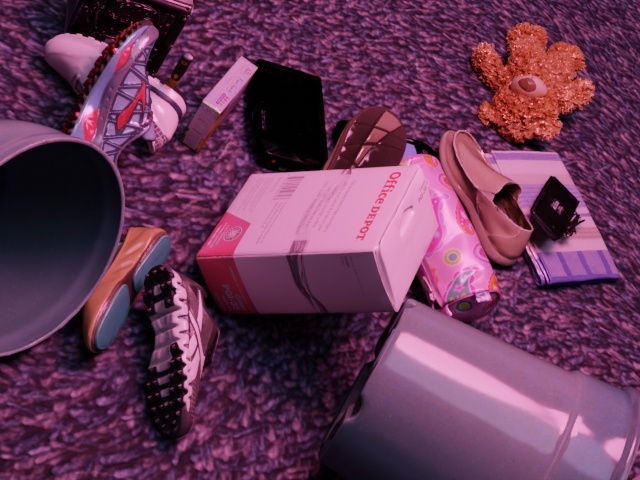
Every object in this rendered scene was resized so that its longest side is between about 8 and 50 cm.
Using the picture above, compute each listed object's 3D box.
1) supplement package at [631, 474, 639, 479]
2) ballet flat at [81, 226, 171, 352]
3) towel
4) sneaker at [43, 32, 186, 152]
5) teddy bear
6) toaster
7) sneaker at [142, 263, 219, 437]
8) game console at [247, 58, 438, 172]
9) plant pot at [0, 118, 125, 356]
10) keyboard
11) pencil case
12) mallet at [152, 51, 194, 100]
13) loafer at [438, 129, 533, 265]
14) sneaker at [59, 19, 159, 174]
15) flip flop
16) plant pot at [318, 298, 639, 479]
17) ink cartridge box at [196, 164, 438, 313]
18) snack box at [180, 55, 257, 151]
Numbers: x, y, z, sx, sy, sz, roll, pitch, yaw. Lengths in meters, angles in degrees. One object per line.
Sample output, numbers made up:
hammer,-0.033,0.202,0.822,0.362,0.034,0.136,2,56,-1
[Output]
supplement package,0.424,0.476,1.600,0.198,0.262,0.199,39,45,0
ballet flat,-0.282,0.064,1.621,0.073,0.080,0.232,14,41,14
towel,0.414,-0.043,2.164,0.209,0.034,0.285,-3,60,-37
sneaker,-0.322,-0.226,1.803,0.235,0.090,0.094,30,64,-3
teddy bear,0.422,-0.325,2.334,0.245,0.113,0.338,45,45,9
toaster,-0.310,-0.358,1.853,0.186,0.168,0.110,14,47,-25
sneaker,-0.177,0.150,1.598,0.106,0.078,0.234,18,57,-47
game console,0.045,-0.180,2.026,0.361,0.044,0.213,14,50,-24
plant pot,-0.418,-0.029,1.474,0.196,0.293,0.293,29,39,28
keyboard,0.415,-0.043,2.115,0.100,0.038,0.192,46,33,0
pencil case,0.188,0.001,1.922,0.124,0.124,0.284,-4,61,-35
mallet,-0.215,-0.241,1.815,0.062,0.190,0.039,36,68,-16
loafer,0.296,-0.088,2.070,0.102,0.092,0.268,-1,60,-48
sneaker,-0.290,-0.193,1.737,0.125,0.104,0.261,29,85,-22
flip flop,0.042,-0.098,1.902,0.112,0.080,0.277,35,73,-24
plant pot,0.199,0.265,1.601,0.334,0.341,0.341,30,45,2
ink cartridge box,0.000,0.000,1.687,0.207,0.283,0.117,-60,139,-45
snack box,-0.160,-0.216,1.882,0.037,0.100,0.141,36,45,-4
